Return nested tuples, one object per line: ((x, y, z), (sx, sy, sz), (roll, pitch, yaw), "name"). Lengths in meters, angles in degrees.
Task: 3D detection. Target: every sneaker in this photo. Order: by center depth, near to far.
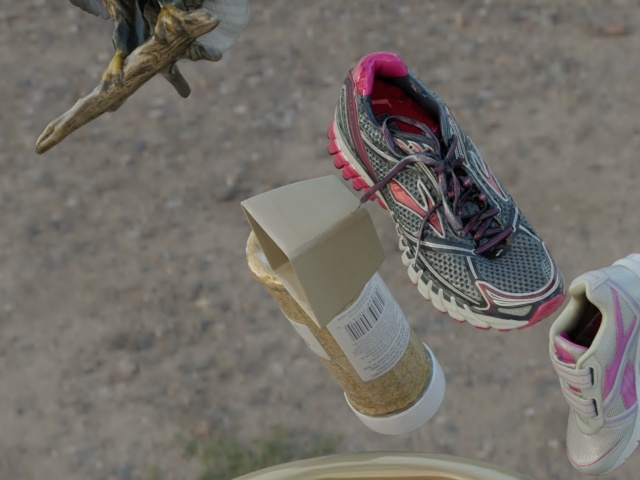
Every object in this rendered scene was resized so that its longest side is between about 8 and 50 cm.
((0.109, -0.041, 1.594), (0.121, 0.112, 0.299), (-31, 67, -25), "sneaker")
((0.297, 0.137, 1.923), (0.111, 0.252, 0.103), (0, 12, -31), "sneaker")

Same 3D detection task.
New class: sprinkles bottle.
((0.036, 0.094, 2.047), (0.121, 0.355, 0.121), (-14, 51, 17), "sprinkles bottle")

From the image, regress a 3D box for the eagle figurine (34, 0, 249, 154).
((-0.190, -0.261, 1.418), (0.226, 0.225, 0.298), (-24, 76, -22), "eagle figurine")

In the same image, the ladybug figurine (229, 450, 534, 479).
((0.039, 0.340, 1.648), (0.449, 0.162, 0.305), (-1, 36, 12), "ladybug figurine")

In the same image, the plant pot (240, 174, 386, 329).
((0.000, 0.000, 1.728), (0.096, 0.109, 0.109), (-33, 43, -10), "plant pot")
